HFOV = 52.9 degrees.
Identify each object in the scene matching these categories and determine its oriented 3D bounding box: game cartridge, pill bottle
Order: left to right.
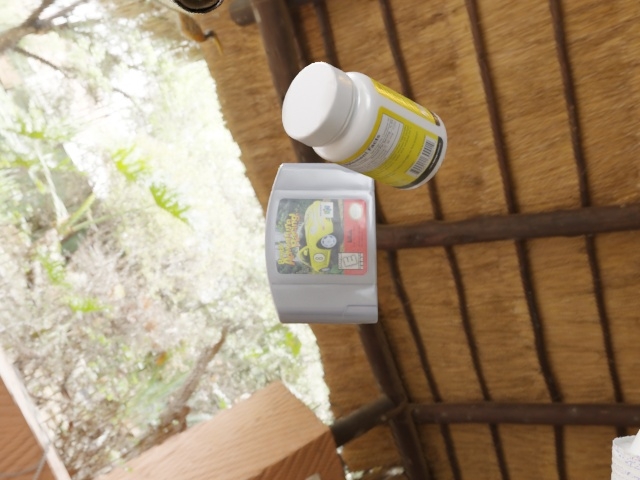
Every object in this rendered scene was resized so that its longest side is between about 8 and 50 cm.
[{"bbox_3d":[0.000,0.000,1.132,0.060,0.196,0.294,82,7,-71],"label":"game cartridge"},{"bbox_3d":[0.060,-0.149,0.849,0.119,0.208,0.119,-19,-117,44],"label":"pill bottle"}]

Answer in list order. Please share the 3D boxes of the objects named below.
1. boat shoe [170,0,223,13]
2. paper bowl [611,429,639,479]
[{"bbox_3d":[-0.064,-0.140,0.324,0.125,0.046,0.038,-139,-141,-74],"label":"boat shoe"},{"bbox_3d":[0.494,0.270,0.749,0.284,0.284,0.148,166,-72,-69],"label":"paper bowl"}]
